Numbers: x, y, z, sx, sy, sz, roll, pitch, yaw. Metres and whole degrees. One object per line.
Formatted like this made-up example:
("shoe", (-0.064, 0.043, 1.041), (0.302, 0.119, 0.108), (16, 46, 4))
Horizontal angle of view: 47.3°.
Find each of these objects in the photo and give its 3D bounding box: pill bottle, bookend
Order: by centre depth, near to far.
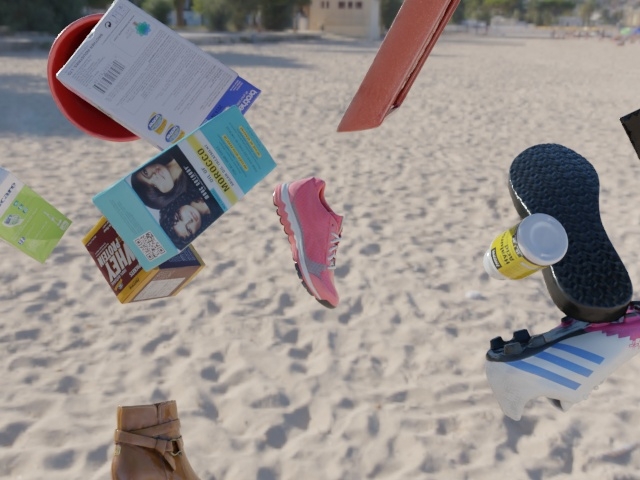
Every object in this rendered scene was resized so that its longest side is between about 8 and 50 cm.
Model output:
("pill bottle", (0.251, 0.014, 0.914), (0.065, 0.065, 0.116), (-4, -17, -15))
("bookend", (0.547, -0.151, 1.151), (0.072, 0.156, 0.157), (-26, 3, 33))

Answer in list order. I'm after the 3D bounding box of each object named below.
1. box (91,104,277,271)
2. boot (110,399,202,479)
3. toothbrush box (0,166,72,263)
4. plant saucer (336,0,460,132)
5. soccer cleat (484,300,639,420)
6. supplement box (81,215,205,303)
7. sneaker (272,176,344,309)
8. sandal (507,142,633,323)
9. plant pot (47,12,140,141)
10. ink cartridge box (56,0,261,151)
("box", (-0.151, -0.071, 0.870), (0.060, 0.100, 0.244), (-26, 15, 35))
("boot", (-0.190, 0.287, 0.960), (0.073, 0.152, 0.197), (-15, -18, 27))
("toothbrush box", (-0.687, -0.083, 1.527), (0.206, 0.122, 0.283), (27, -15, 14))
("plant saucer", (0.122, -0.261, 0.983), (0.048, 0.258, 0.259), (30, 19, 2))
("soccer cleat", (0.428, 0.197, 1.203), (0.332, 0.143, 0.116), (-14, 7, -8))
("supplement box", (-0.420, 0.030, 1.746), (0.191, 0.129, 0.194), (53, 23, 16))
("sneaker", (0.000, 0.000, 1.660), (0.136, 0.313, 0.116), (-21, -4, 10))
("sandal", (0.431, -0.017, 1.326), (0.168, 0.107, 0.445), (3, 45, 1))
("plant pot", (-0.458, -0.384, 1.646), (0.275, 0.274, 0.243), (-3, 24, -12))
("ink cartridge box", (-0.277, -0.266, 1.275), (0.311, 0.185, 0.065), (34, -9, 8))
